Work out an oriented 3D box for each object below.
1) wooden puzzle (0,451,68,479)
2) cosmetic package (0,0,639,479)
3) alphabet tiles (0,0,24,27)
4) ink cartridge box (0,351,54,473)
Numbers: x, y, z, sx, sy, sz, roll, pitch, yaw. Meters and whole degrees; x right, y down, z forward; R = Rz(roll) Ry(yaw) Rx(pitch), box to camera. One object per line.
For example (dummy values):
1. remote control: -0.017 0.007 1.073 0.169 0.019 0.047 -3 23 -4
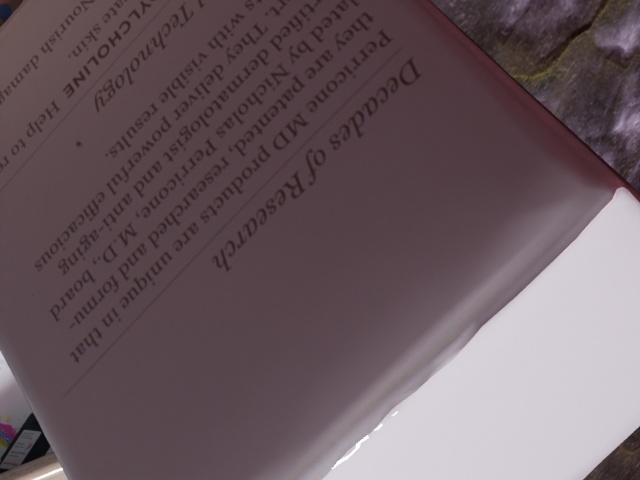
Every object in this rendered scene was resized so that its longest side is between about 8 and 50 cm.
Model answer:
1. wooden puzzle: -0.251 0.334 0.893 0.322 0.080 0.348 -21 127 -10
2. cosmetic package: 0.000 0.000 0.776 0.327 0.394 0.329 -46 148 11
3. alphabet tiles: -0.231 -0.232 0.712 0.284 0.021 0.278 -25 127 -22
4. ink cartridge box: -0.260 0.131 0.893 0.175 0.072 0.127 -58 141 -6
